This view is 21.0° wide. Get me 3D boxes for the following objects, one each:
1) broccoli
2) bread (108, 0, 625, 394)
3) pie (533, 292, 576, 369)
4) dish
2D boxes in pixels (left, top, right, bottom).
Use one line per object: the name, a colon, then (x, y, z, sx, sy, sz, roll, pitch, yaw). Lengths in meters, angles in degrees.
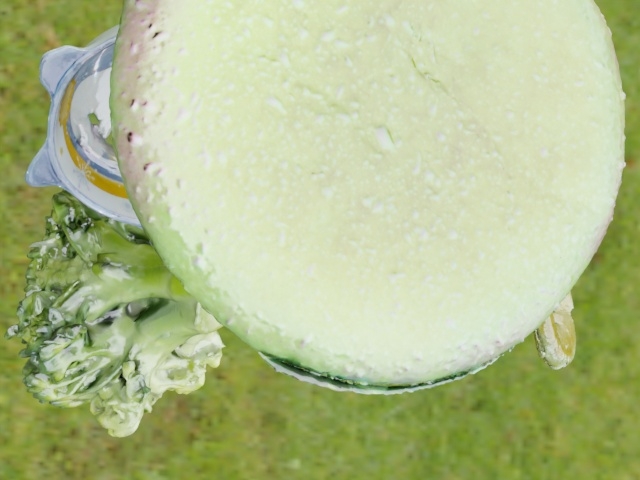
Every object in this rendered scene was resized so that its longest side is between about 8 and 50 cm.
broccoli: (-0.148, 0.051, 1.652, 0.248, 0.245, 0.288, 29, 77, -44)
bread: (0.029, -0.068, 0.911, 0.301, 0.045, 0.301, 3, 80, -19)
pie: (0.162, 0.049, 1.225, 0.084, 0.020, 0.084, -12, 90, -68)
dish: (-0.149, -0.112, 1.495, 0.236, 0.228, 0.086, 56, 8, -37)
